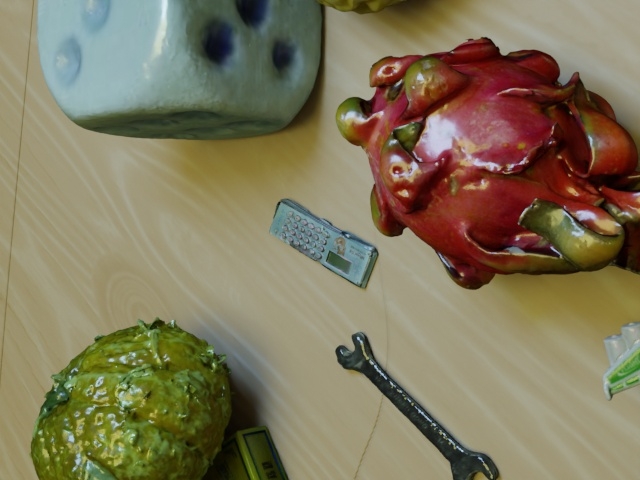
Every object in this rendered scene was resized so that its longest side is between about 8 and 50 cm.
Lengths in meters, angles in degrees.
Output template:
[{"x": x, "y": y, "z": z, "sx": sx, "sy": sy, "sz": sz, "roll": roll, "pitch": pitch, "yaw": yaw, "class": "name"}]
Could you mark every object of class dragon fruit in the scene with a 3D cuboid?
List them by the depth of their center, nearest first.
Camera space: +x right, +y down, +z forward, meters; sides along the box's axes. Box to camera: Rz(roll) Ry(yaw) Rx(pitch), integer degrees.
[{"x": 0.174, "y": -0.076, "z": 0.799, "sx": 0.307, "sy": 0.227, "sz": 0.243, "roll": -8, "pitch": 89, "yaw": 37, "class": "dragon fruit"}]

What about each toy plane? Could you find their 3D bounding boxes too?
[{"x": 0.336, "y": 0.112, "z": 0.743, "sx": 0.174, "sy": 0.080, "sz": 0.174, "roll": 2, "pitch": 95, "yaw": 26, "class": "toy plane"}]

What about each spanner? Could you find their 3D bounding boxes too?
[{"x": 0.105, "y": 0.197, "z": 0.988, "sx": 0.254, "sy": 0.015, "sz": 0.054, "roll": 43, "pitch": 116, "yaw": 32, "class": "spanner"}]

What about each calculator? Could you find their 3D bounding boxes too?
[{"x": 0.000, "y": 0.000, "z": 1.080, "sx": 0.172, "sy": 0.018, "sz": 0.057, "roll": 30, "pitch": 110, "yaw": 35, "class": "calculator"}]

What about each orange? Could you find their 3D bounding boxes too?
[{"x": -0.254, "y": 0.243, "z": 1.106, "sx": 0.300, "sy": 0.223, "sz": 0.301, "roll": -58, "pitch": 17, "yaw": -9, "class": "orange"}]

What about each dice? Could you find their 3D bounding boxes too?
[{"x": -0.176, "y": -0.269, "z": 1.070, "sx": 0.268, "sy": 0.265, "sz": 0.262, "roll": 1, "pitch": 90, "yaw": 39, "class": "dice"}]

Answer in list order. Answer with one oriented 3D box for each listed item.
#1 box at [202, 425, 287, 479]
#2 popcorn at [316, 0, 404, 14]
[{"x": -0.133, "y": 0.363, "z": 1.157, "sx": 0.220, "sy": 0.064, "sz": 0.141, "roll": -38, "pitch": 65, "yaw": 32, "class": "box"}, {"x": 0.041, "y": -0.373, "z": 0.917, "sx": 0.249, "sy": 0.225, "sz": 0.249, "roll": 5, "pitch": 98, "yaw": 43, "class": "popcorn"}]
